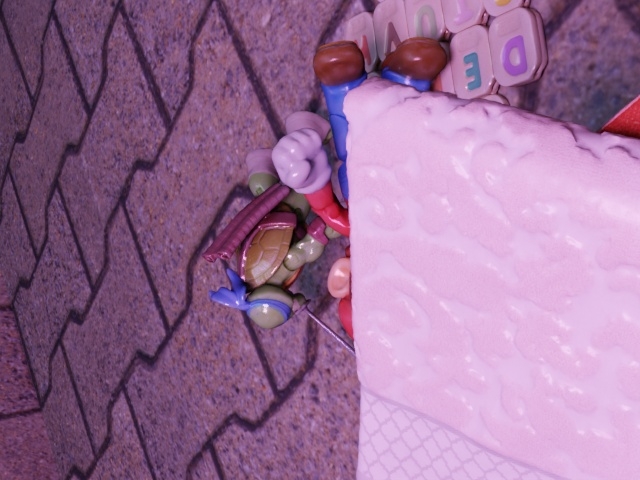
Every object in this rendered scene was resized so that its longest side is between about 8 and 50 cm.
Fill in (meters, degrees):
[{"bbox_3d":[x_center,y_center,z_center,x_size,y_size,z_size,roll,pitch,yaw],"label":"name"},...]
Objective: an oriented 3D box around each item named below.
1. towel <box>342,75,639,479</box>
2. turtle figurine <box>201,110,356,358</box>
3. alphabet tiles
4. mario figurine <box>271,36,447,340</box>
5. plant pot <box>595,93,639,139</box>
[{"bbox_3d":[0.154,0.087,0.537,0.332,0.053,0.317,20,127,32],"label":"towel"},{"bbox_3d":[0.000,0.000,1.118,0.198,0.275,0.266,97,171,-57],"label":"turtle figurine"},{"bbox_3d":[0.118,-0.204,0.985,0.284,0.021,0.278,-12,85,55],"label":"alphabet tiles"},{"bbox_3d":[0.078,-0.039,0.899,0.198,0.170,0.320,-11,82,28],"label":"mario figurine"},{"bbox_3d":[0.267,0.039,0.614,0.236,0.267,0.267,59,140,13],"label":"plant pot"}]
